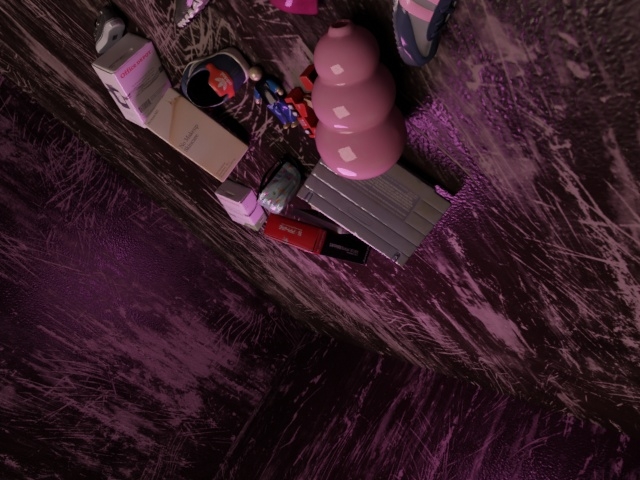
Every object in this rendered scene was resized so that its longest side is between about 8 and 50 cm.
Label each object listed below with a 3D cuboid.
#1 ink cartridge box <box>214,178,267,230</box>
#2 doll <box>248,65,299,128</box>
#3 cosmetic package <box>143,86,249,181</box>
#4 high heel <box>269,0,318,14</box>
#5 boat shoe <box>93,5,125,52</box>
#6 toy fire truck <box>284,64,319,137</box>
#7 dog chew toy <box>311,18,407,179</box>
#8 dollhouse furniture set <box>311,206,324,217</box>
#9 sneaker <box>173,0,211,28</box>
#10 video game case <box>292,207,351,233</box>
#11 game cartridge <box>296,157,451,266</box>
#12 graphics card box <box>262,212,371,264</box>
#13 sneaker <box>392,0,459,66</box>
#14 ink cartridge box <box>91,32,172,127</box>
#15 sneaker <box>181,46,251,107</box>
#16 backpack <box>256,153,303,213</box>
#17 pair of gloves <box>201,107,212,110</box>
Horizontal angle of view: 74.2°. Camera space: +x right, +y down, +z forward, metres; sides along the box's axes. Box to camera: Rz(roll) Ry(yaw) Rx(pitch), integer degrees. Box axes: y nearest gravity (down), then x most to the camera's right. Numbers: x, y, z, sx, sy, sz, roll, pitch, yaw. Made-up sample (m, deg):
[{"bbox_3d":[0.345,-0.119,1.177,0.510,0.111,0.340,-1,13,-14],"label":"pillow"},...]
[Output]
[{"bbox_3d":[-0.357,-0.160,1.920,0.161,0.092,0.219,23,156,25],"label":"ink cartridge box"},{"bbox_3d":[-0.135,-0.394,1.170,0.129,0.046,0.189,8,148,46],"label":"doll"},{"bbox_3d":[-0.411,-0.355,1.438,0.310,0.160,0.113,35,-172,-16],"label":"cosmetic package"},{"bbox_3d":[-0.007,-0.531,0.676,0.182,0.127,0.377,11,164,-25],"label":"high heel"},{"bbox_3d":[-0.681,-0.666,1.337,0.229,0.080,0.076,2,125,58],"label":"boat shoe"},{"bbox_3d":[-0.018,-0.351,1.094,0.135,0.047,0.192,10,149,44],"label":"toy fire truck"},{"bbox_3d":[0.074,-0.293,0.902,0.207,0.206,0.331,20,146,31],"label":"dog chew toy"},{"bbox_3d":[0.072,-0.098,1.347,0.212,0.160,0.242,25,157,22],"label":"dollhouse furniture set"},{"bbox_3d":[-0.302,-0.583,0.971,0.106,0.078,0.234,46,152,-22],"label":"sneaker"},{"bbox_3d":[0.025,-0.070,1.532,0.202,0.023,0.183,24,-169,23],"label":"video game case"},{"bbox_3d":[0.143,-0.118,1.145,0.355,0.230,0.068,35,-168,-2],"label":"game cartridge"},{"bbox_3d":[0.000,0.000,1.545,0.233,0.094,0.371,18,180,36],"label":"graphics card box"},{"bbox_3d":[0.187,-0.390,0.631,0.131,0.112,0.319,28,159,23],"label":"sneaker"},{"bbox_3d":[-0.600,-0.521,1.388,0.100,0.171,0.237,28,158,16],"label":"ink cartridge box"},{"bbox_3d":[-0.344,-0.443,1.223,0.131,0.148,0.350,46,156,-28],"label":"sneaker"},{"bbox_3d":[-0.136,-0.181,1.439,0.115,0.181,0.152,32,158,4],"label":"backpack"},{"bbox_3d":[-0.412,-0.472,1.445,0.083,0.010,0.074,16,152,37],"label":"pair of gloves"}]
